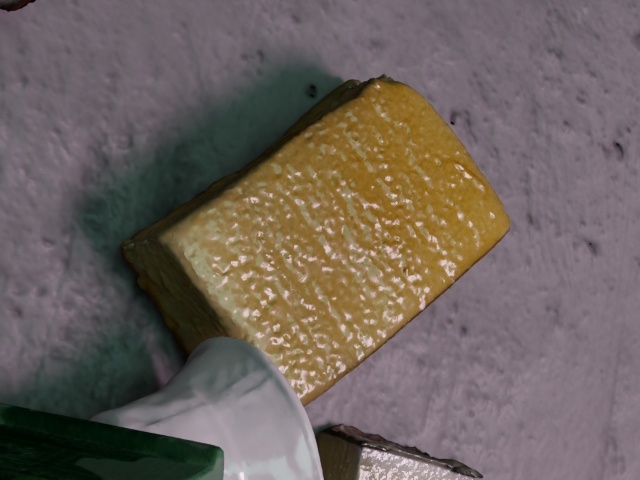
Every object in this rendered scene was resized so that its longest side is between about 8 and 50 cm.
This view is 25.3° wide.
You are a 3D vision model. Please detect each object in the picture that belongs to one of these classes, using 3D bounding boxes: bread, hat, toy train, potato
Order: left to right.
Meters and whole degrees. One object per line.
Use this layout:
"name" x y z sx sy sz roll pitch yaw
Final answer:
"toy train" -0.199 0.189 0.856 0.202 0.266 0.145 -15 112 -67
"hat" -0.101 0.173 1.010 0.126 0.203 0.203 -6 85 -35
"bread" 0.000 0.000 1.146 0.274 0.114 0.185 -39 98 -29
"potato" 0.062 0.196 1.167 0.122 0.086 0.061 18 87 -27

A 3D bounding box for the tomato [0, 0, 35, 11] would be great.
"tomato" -0.255 -0.288 1.031 0.214 0.180 0.155 43 46 -25
